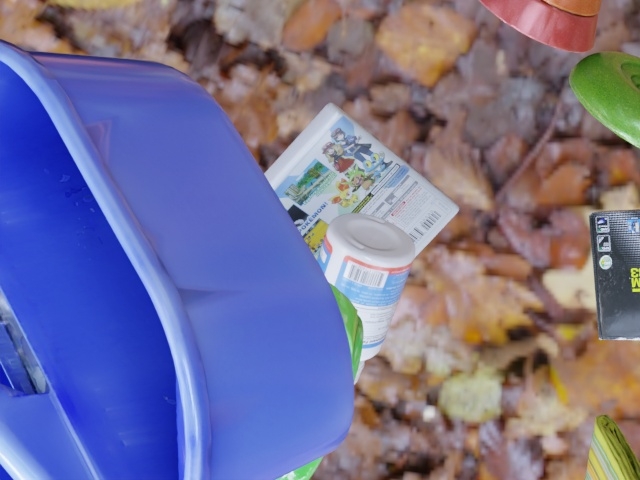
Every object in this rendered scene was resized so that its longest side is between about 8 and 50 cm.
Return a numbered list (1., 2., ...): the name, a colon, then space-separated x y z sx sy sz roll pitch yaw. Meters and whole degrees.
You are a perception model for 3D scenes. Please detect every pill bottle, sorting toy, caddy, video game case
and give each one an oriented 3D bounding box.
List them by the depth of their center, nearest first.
1. caddy: -0.143 0.045 0.807 0.241 0.179 0.341 -49 63 36
2. sorting toy: 0.260 -0.156 1.110 0.127 0.365 0.126 2 129 -40
3. pill bottle: 0.040 0.085 1.969 0.124 0.124 0.222 17 119 -3
4. video game case: 0.000 0.000 2.073 0.329 0.036 0.300 -47 132 9

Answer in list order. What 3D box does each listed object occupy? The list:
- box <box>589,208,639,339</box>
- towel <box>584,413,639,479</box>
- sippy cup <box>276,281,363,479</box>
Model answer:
1. box: 0.473 0.047 2.020 0.190 0.045 0.184 -1 94 34
2. towel: 0.220 0.253 1.115 0.021 0.102 0.237 -5 124 -9
3. sippy cup: -0.098 0.149 1.675 0.224 0.240 0.306 24 96 -12
